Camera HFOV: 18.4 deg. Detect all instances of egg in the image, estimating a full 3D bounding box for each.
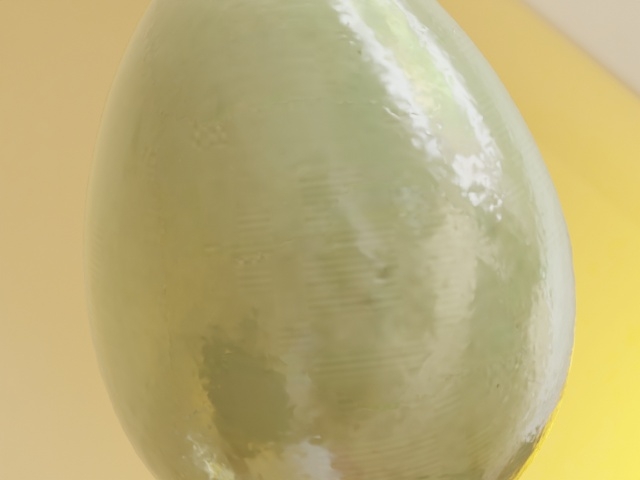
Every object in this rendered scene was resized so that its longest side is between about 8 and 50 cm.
[{"bbox_3d":[0.000,0.000,0.885,0.218,0.295,0.218,-12,8,2],"label":"egg"}]
